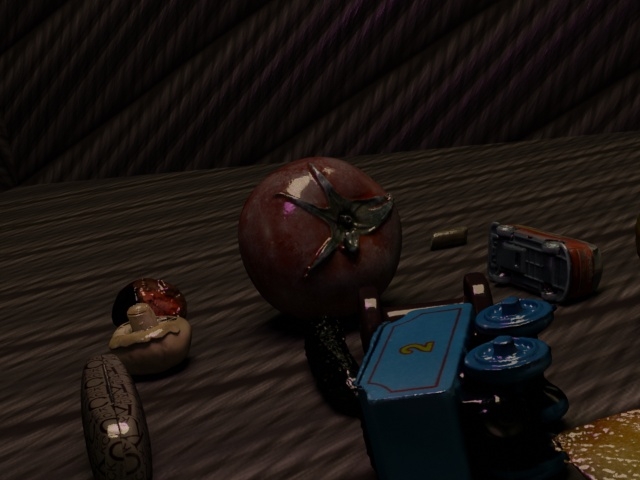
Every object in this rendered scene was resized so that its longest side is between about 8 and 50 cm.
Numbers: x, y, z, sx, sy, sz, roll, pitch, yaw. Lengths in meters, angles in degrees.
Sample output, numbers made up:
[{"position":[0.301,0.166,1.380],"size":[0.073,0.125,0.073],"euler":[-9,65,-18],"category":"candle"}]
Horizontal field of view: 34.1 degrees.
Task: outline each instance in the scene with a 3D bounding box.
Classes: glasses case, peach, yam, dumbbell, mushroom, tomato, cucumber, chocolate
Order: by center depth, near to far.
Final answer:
[{"position":[0.403,0.265,1.186],"size":[0.279,0.068,0.189],"euler":[4,28,29],"category":"peach"},{"position":[-0.284,0.259,1.441],"size":[0.085,0.137,0.354],"euler":[-10,13,-14],"category":"glasses case"},{"position":[0.021,0.195,1.668],"size":[0.081,0.072,0.303],"euler":[-8,14,-4],"category":"cucumber"},{"position":[0.176,0.131,1.736],"size":[0.225,0.124,0.140],"euler":[-7,14,0],"category":"dumbbell"},{"position":[-0.303,0.171,1.849],"size":[0.154,0.122,0.154],"euler":[-14,11,3],"category":"mushroom"},{"position":[0.000,0.000,1.983],"size":[0.316,0.317,0.282],"euler":[-16,-8,-30],"category":"tomato"},{"position":[-0.326,0.137,2.025],"size":[0.133,0.124,0.127],"euler":[22,-6,-33],"category":"chocolate"},{"position":[0.294,-0.007,2.407],"size":[0.094,0.043,0.043],"euler":[-9,14,-9],"category":"yam"}]

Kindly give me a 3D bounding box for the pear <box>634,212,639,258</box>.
[{"position":[0.713,-0.020,1.622],"size":[0.413,0.352,0.352],"euler":[4,18,29],"category":"pear"}]

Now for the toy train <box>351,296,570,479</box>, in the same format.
[{"position":[0.184,0.198,1.358],"size":[0.265,0.188,0.300],"euler":[-9,16,17],"category":"toy train"}]

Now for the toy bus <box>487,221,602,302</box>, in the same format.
[{"position":[0.431,0.039,2.003],"size":[0.120,0.121,0.265],"euler":[-4,11,-24],"category":"toy bus"}]
